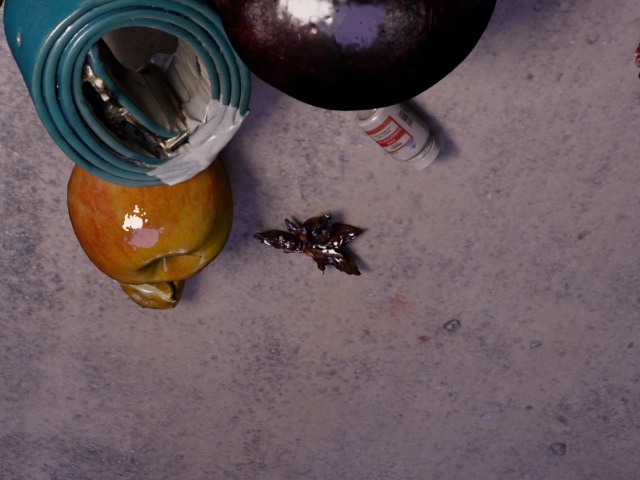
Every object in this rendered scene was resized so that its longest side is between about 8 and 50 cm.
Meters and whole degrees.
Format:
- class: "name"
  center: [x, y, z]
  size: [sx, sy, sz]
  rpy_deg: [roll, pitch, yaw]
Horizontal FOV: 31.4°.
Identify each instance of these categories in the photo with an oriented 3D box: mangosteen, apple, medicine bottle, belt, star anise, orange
- class: "mangosteen"
  center: [0.039, -0.379, 1.496]
  size: [0.382, 0.382, 0.435]
  rpy_deg: [-4, 145, 11]
- class: "apple"
  center: [-0.293, -0.051, 1.940]
  size: [0.301, 0.301, 0.301]
  rpy_deg: [4, 134, 4]
- class: "medicine bottle"
  center: [0.131, -0.181, 1.888]
  size: [0.079, 0.079, 0.140]
  rpy_deg: [-32, 123, 32]
- class: "belt"
  center: [-0.269, -0.253, 1.653]
  size: [0.300, 0.173, 0.436]
  rpy_deg: [-30, 153, 1]
- class: "star anise"
  center: [0.001, -0.003, 2.096]
  size: [0.212, 0.053, 0.157]
  rpy_deg: [31, 131, -18]
- class: "orange"
  center: [-0.318, 0.059, 2.159]
  size: [0.170, 0.112, 0.160]
  rpy_deg: [13, 153, 44]

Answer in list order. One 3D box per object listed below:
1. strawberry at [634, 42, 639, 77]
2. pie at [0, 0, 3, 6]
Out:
- class: "strawberry"
  center: [0.587, -0.259, 1.691]
  size: [0.234, 0.178, 0.234]
  rpy_deg: [5, 128, 6]
- class: "pie"
  center: [-0.449, -0.434, 1.576]
  size: [0.103, 0.288, 0.355]
  rpy_deg: [16, 129, -7]
